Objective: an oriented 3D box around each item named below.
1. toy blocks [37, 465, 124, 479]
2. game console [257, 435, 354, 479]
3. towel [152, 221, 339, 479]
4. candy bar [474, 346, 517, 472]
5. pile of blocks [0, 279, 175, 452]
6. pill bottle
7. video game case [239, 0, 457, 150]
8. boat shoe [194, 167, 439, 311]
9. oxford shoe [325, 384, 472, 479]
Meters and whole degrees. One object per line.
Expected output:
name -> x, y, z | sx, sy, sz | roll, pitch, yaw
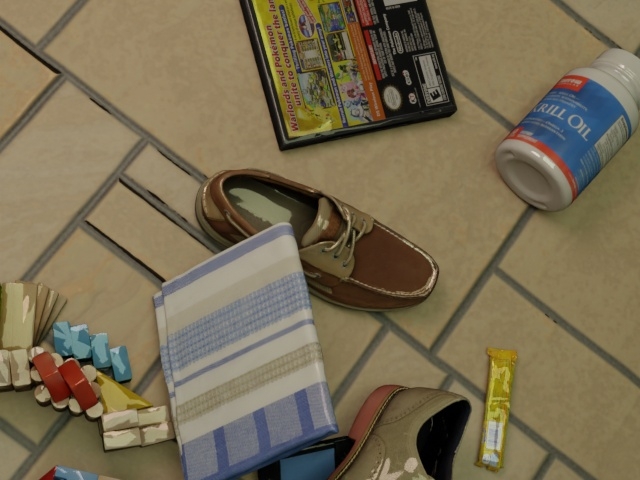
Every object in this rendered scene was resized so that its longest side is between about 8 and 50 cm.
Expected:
toy blocks -> -0.268, 0.408, 1.255 | 0.261, 0.190, 0.381 | 14, 64, 0
game console -> -0.008, 0.305, 1.375 | 0.122, 0.071, 0.107 | -9, 119, -15
towel -> -0.091, 0.132, 1.310 | 0.209, 0.034, 0.285 | -28, 53, 19
candy bar -> 0.227, 0.218, 1.478 | 0.040, 0.018, 0.161 | 11, 76, -7
pile of blocks -> -0.319, 0.127, 1.326 | 0.362, 0.112, 0.149 | 28, 73, -6
pill bottle -> 0.346, -0.154, 1.533 | 0.124, 0.124, 0.221 | 44, 72, -1
video game case -> 0.030, -0.275, 1.535 | 0.248, 0.035, 0.274 | -13, 82, -15
boat shoe -> 0.000, 0.000, 1.423 | 0.324, 0.116, 0.123 | 19, 74, -8
oxford shoe -> 0.075, 0.309, 1.312 | 0.123, 0.130, 0.348 | 46, 51, -32
